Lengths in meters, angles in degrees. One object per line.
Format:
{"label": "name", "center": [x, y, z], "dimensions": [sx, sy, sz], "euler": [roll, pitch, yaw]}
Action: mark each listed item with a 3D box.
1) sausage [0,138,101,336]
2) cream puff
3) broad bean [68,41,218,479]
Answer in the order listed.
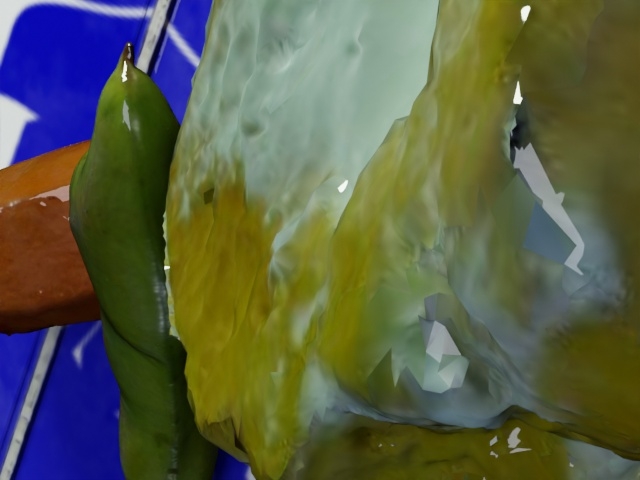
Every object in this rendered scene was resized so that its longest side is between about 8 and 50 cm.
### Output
{"label": "sausage", "center": [-0.111, -0.002, 0.853], "dimensions": [0.179, 0.089, 0.089], "euler": [-16, 82, 27]}
{"label": "cream puff", "center": [0.122, -0.033, 0.580], "dimensions": [0.378, 0.276, 0.378], "euler": [-170, 90, -67]}
{"label": "broad bean", "center": [-0.070, 0.040, 0.779], "dimensions": [0.067, 0.075, 0.325], "euler": [12, 139, 11]}
